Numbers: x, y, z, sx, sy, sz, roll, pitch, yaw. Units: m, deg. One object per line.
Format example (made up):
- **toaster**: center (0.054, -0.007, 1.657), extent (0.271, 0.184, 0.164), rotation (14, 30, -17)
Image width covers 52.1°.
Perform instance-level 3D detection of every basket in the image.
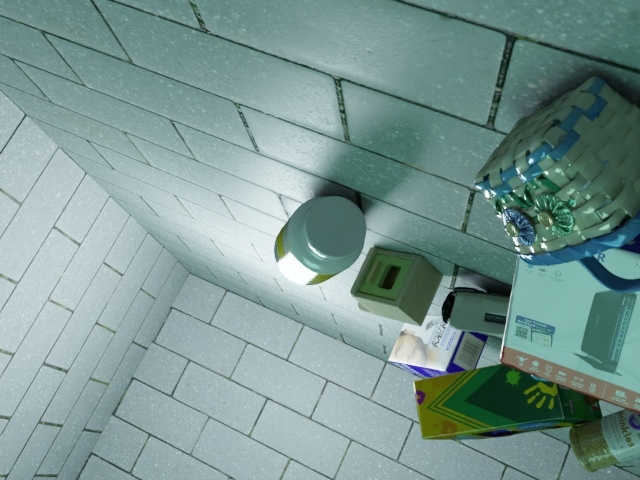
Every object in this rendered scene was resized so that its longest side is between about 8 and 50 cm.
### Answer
- **basket**: center (0.358, -0.042, 0.836), extent (0.289, 0.201, 0.255), rotation (38, 163, -4)

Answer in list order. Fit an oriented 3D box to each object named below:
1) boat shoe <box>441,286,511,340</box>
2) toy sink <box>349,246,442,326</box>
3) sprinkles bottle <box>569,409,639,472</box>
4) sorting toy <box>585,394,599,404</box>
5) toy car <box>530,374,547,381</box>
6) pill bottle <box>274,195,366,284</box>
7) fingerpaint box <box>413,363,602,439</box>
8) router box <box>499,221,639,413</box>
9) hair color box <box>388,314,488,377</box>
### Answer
- **boat shoe**: center (0.470, 0.184, 1.618), extent (0.340, 0.127, 0.158), rotation (15, -170, 8)
- **toy sink**: center (0.178, 0.115, 1.753), extent (0.234, 0.153, 0.131), rotation (11, 158, 48)
- **sprinkles bottle**: center (0.796, 0.459, 1.595), extent (0.355, 0.121, 0.121), rotation (-33, 127, 31)
- **sorting toy**: center (0.837, 0.440, 1.689), extent (0.365, 0.126, 0.127), rotation (31, 160, 22)
- **toy car**: center (0.566, 0.177, 1.333), extent (0.238, 0.219, 0.210), rotation (2, 179, -31)
- **pill bottle**: center (0.000, 0.000, 1.595), extent (0.188, 0.188, 0.334), rotation (28, 165, -6)
- **fingerpaint box**: center (0.523, 0.447, 1.793), extent (0.371, 0.163, 0.445), rotation (-18, 156, 29)
- **router box**: center (0.491, 0.128, 1.100), extent (0.335, 0.082, 0.301), rotation (17, 125, 29)
- **hair color box**: center (0.376, 0.345, 2.124), extent (0.110, 0.185, 0.339), rotation (31, 164, -18)
